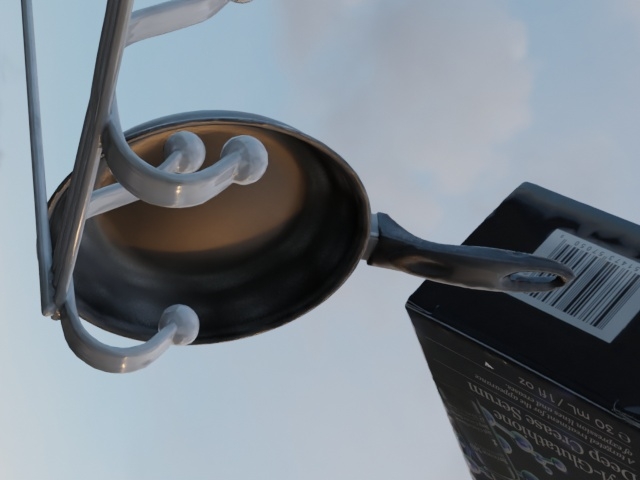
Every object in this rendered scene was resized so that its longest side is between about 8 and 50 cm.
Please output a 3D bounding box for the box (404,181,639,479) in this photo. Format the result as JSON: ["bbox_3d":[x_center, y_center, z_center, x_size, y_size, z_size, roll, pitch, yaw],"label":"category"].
[{"bbox_3d":[0.304,0.179,1.230,0.293,0.212,0.395,26,-29,41],"label":"box"}]

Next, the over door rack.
[{"bbox_3d":[-0.088,-0.142,0.496,0.324,0.108,0.239,64,-34,32],"label":"over door rack"}]

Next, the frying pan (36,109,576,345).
[{"bbox_3d":[-0.005,-0.019,0.684,0.197,0.326,0.053,82,-4,-49],"label":"frying pan"}]
